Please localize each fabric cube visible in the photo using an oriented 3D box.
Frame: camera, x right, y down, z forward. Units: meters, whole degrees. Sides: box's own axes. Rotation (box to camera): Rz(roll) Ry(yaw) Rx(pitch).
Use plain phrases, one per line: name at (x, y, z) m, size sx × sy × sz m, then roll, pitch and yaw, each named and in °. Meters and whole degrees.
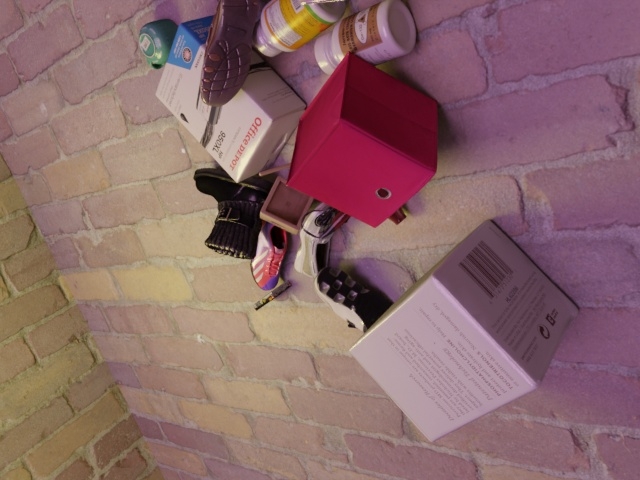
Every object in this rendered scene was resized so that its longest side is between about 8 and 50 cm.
fabric cube at (0.101, -0.233, 1.411) m, size 0.258 × 0.259 × 0.254 m, roll 25°, pitch 139°, yaw -20°

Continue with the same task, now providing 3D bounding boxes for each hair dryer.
hair dryer at (0.099, -0.104, 1.651) m, size 0.293 × 0.080 × 0.224 m, roll 11°, pitch 109°, yaw 14°

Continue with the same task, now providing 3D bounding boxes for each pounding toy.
pounding toy at (-0.108, -0.150, 1.792) m, size 0.181 × 0.206 × 0.094 m, roll 25°, pitch 169°, yaw -1°

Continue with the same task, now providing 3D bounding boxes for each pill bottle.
pill bottle at (-0.065, -0.568, 1.504) m, size 0.245 × 0.136 × 0.136 m, roll -19°, pitch 102°, yaw 45°
pill bottle at (0.102, -0.479, 1.419) m, size 0.229 × 0.131 × 0.131 m, roll -7°, pitch 110°, yaw 42°

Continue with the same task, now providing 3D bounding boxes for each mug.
mug at (-0.513, -0.616, 1.882) m, size 0.129 × 0.097 × 0.158 m, roll 18°, pitch 125°, yaw 32°

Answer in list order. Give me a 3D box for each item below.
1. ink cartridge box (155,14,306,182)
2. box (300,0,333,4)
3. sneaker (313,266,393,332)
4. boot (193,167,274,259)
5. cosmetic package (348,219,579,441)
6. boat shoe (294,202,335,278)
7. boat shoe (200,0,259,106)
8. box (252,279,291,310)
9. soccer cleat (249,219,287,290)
ink cartridge box at (-0.273, -0.416, 1.750) m, size 0.395 × 0.166 × 0.285 m, roll 47°, pitch 135°, yaw 8°
box at (0.103, -0.593, 1.271) m, size 0.213 × 0.243 × 0.117 m, roll 11°, pitch 122°, yaw 36°
sneaker at (0.118, 0.211, 1.850) m, size 0.330 × 0.122 × 0.146 m, roll 41°, pitch 159°, yaw 1°
boot at (-0.316, -0.090, 1.908) m, size 0.347 × 0.131 × 0.260 m, roll 13°, pitch 83°, yaw 39°
cosmetic package at (0.353, 0.228, 1.493) m, size 0.327 × 0.329 × 0.394 m, roll 47°, pitch 136°, yaw 7°
boat shoe at (-0.002, 0.002, 1.818) m, size 0.103 × 0.118 × 0.321 m, roll 32°, pitch 136°, yaw 14°
boat shoe at (-0.243, -0.512, 1.552) m, size 0.116 × 0.123 × 0.325 m, roll 42°, pitch 114°, yaw 61°
box at (-0.171, 0.195, 2.087) m, size 0.027 × 0.094 × 0.137 m, roll 54°, pitch 137°, yaw 1°
soccer cleat at (-0.164, 0.045, 1.974) m, size 0.116 × 0.108 × 0.318 m, roll 30°, pitch 129°, yaw 40°
